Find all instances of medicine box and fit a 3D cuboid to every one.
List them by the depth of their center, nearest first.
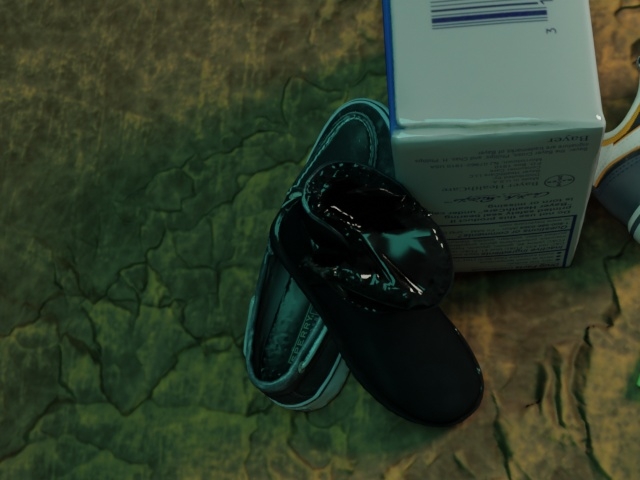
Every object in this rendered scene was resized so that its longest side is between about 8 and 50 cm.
[{"bbox_3d":[0.129,-0.142,0.983,0.149,0.289,0.264,-4,68,4],"label":"medicine box"}]

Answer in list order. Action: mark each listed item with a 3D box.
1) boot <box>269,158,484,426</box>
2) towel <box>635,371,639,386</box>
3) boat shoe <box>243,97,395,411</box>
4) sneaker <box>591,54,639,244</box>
[{"bbox_3d":[0.059,0.052,0.948,0.094,0.207,0.246,-40,93,-11],"label":"boot"},{"bbox_3d":[0.336,0.072,0.982,0.113,0.023,0.152,24,83,30],"label":"towel"},{"bbox_3d":[0.000,0.000,1.097,0.108,0.102,0.301,13,76,26],"label":"boat shoe"},{"bbox_3d":[0.345,-0.144,0.996,0.321,0.126,0.127,-43,67,4],"label":"sneaker"}]
